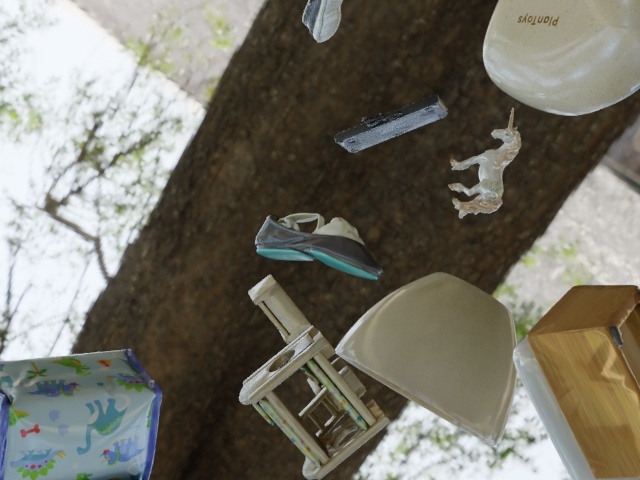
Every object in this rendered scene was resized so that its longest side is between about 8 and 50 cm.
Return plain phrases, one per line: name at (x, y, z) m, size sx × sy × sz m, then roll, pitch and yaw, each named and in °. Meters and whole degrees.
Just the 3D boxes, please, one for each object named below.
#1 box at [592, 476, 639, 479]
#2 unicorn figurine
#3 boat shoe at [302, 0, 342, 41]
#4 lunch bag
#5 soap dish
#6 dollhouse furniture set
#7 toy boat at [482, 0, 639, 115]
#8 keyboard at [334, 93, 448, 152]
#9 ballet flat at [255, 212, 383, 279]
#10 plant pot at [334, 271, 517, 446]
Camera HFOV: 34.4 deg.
box at (0.239, 0.320, 0.866) m, size 0.067 × 0.063 × 0.324 m, roll -9°, pitch -159°, yaw 27°
unicorn figurine at (0.256, -0.112, 1.598) m, size 0.111 × 0.161 × 0.060 m, roll -7°, pitch 165°, yaw 24°
boat shoe at (0.008, -0.281, 1.172) m, size 0.046 × 0.125 × 0.038 m, roll -32°, pitch -111°, yaw -28°
lunch bag at (-0.203, 0.173, 0.821) m, size 0.129 × 0.151 × 0.096 m, roll 0°, pitch -158°, yaw -30°
soap dish at (0.350, 0.198, 1.180) m, size 0.229 × 0.118 × 0.290 m, roll -23°, pitch -93°, yaw -60°
dollhouse furniture set at (-0.039, 0.127, 1.057) m, size 0.182 × 0.101 × 0.161 m, roll 51°, pitch 177°, yaw -13°
toy boat at (0.341, -0.295, 1.220) m, size 0.148 × 0.318 × 0.267 m, roll 19°, pitch -173°, yaw -34°
keyboard at (0.111, -0.193, 1.676) m, size 0.108 × 0.180 × 0.023 m, roll 25°, pitch -134°, yaw -68°
ballet flat at (0.000, 0.000, 1.338) m, size 0.203 × 0.074 × 0.074 m, roll 11°, pitch -177°, yaw 39°
plant pot at (0.190, 0.161, 1.582) m, size 0.284 × 0.191 × 0.284 m, roll 30°, pitch 174°, yaw 4°
